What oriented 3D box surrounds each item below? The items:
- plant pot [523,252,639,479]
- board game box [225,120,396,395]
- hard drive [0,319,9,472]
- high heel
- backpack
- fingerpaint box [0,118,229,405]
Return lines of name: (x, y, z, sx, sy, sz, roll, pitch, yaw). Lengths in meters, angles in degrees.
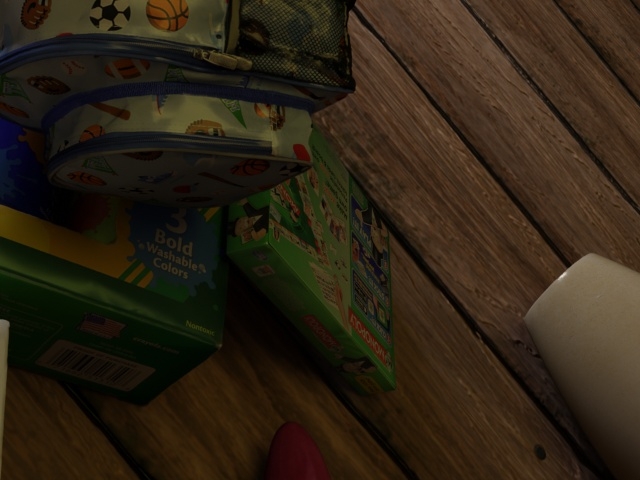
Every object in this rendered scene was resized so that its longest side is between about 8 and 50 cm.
plant pot: (0.394, 0.155, 1.329, 0.274, 0.256, 0.256, 45, 41, 19)
board game box: (0.000, 0.000, 1.107, 0.317, 0.046, 0.213, 52, 32, -49)
hard drive: (-0.386, 0.143, 0.675, 0.353, 0.047, 0.233, 9, 60, -25)
high heel: (-0.050, 0.280, 0.965, 0.117, 0.082, 0.244, 19, 64, -42)
backpack: (-0.131, -0.137, 0.832, 0.263, 0.276, 0.213, 13, 69, -29)
fingerpaint box: (-0.297, -0.101, 0.955, 0.445, 0.163, 0.371, 23, 50, -27)
